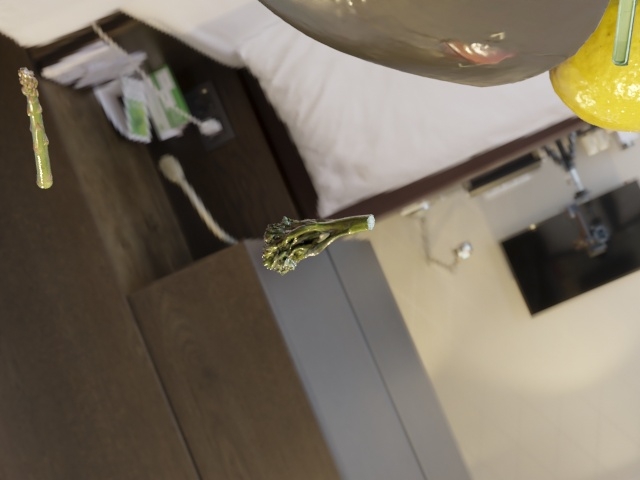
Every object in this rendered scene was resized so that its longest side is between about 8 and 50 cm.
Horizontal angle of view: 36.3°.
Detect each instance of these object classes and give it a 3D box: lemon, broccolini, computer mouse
[{"bbox_3d":[0.439,-0.280,1.427,0.219,0.240,0.240,7,166,-13],"label":"lemon"},{"bbox_3d":[-0.011,-0.014,1.344,0.203,0.068,0.091,-27,-154,44],"label":"broccolini"},{"bbox_3d":[0.039,-0.171,0.590,0.269,0.100,0.170,22,161,-15],"label":"computer mouse"}]

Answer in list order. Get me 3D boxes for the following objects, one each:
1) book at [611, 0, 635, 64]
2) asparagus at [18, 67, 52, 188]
[{"bbox_3d":[0.287,-0.216,0.915,0.017,0.103,0.135,8,-169,17],"label":"book"},{"bbox_3d":[-0.361,-0.141,1.244,0.024,0.025,0.248,-30,159,-24],"label":"asparagus"}]
